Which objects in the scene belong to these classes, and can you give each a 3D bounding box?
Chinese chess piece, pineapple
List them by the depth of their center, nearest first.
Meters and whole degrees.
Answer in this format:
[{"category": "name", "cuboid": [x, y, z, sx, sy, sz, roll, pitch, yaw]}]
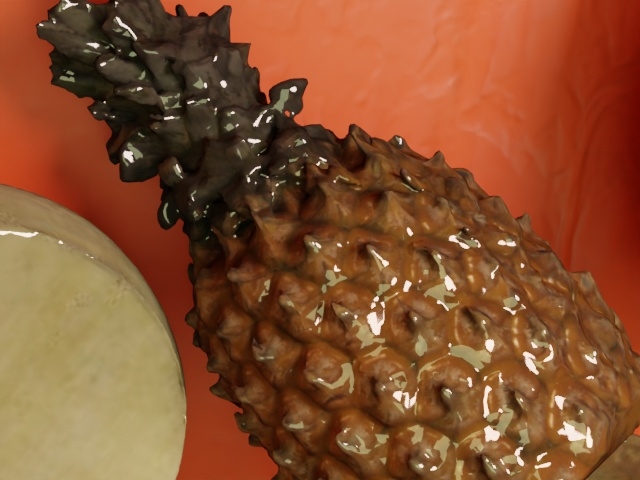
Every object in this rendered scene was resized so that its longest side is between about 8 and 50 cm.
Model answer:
[{"category": "Chinese chess piece", "cuboid": [-0.191, 0.091, 0.660, 0.250, 0.101, 0.250, -10, 112, -27]}, {"category": "pineapple", "cuboid": [0.000, 0.000, 0.684, 0.202, 0.202, 0.362, -38, 97, 1]}]

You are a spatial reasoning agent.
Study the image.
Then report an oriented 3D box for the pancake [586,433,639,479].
[{"category": "pancake", "cuboid": [0.137, 0.218, 0.839, 0.222, 0.042, 0.236, 22, 103, -20]}]
